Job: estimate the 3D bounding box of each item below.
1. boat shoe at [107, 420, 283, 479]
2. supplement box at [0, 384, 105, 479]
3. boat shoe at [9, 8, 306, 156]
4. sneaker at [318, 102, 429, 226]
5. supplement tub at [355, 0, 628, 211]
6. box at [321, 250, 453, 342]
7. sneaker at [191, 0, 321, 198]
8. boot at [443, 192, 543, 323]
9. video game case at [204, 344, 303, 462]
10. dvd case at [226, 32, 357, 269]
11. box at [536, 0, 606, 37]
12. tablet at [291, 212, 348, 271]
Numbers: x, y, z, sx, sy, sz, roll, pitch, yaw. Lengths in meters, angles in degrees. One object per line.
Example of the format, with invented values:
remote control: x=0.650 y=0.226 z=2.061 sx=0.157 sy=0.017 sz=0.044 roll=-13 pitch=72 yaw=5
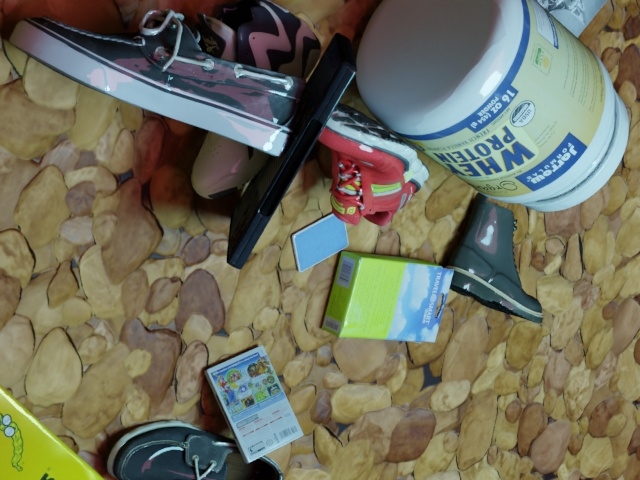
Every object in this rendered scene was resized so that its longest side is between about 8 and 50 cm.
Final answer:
boat shoe: x=-0.146 y=0.267 z=1.755 sx=0.233 sy=0.079 sz=0.084 roll=14 pitch=97 yaw=-42
supplement box: x=-0.346 y=0.263 z=1.489 sx=0.195 sy=0.194 sz=0.356 roll=-51 pitch=132 yaw=-16
boat shoe: x=-0.158 y=-0.183 z=1.508 sx=0.306 sy=0.113 sz=0.105 roll=20 pitch=94 yaw=-15
sneaker: x=0.053 y=-0.076 z=1.752 sx=0.118 sy=0.107 sz=0.279 roll=-56 pitch=156 yaw=0
supplement tub: x=0.219 y=-0.181 z=1.819 sx=0.316 sy=0.228 sz=0.228 roll=30 pitch=84 yaw=-44
box: x=0.089 y=0.075 z=1.921 sx=0.178 sy=0.042 sz=0.109 roll=7 pitch=101 yaw=-44
sneaker: x=-0.105 y=-0.175 z=1.624 sx=0.153 sy=0.094 sz=0.235 roll=43 pitch=75 yaw=-41
boot: x=0.261 y=0.028 z=2.044 sx=0.198 sy=0.077 sz=0.137 roll=27 pitch=81 yaw=-45
video game case: x=-0.080 y=0.197 z=1.789 sx=0.087 sy=0.011 sz=0.122 roll=-22 pitch=85 yaw=-35
dvd case: x=-0.033 y=-0.102 z=1.625 sx=0.022 sy=0.180 sz=0.253 roll=28 pitch=105 yaw=-10
box: x=0.322 y=-0.377 z=1.963 sx=0.231 sy=0.056 sz=0.183 roll=-50 pitch=131 yaw=-17
tablet: x=0.000 y=0.000 z=1.840 sx=0.083 sy=0.006 sz=0.054 roll=-28 pitch=122 yaw=-31
